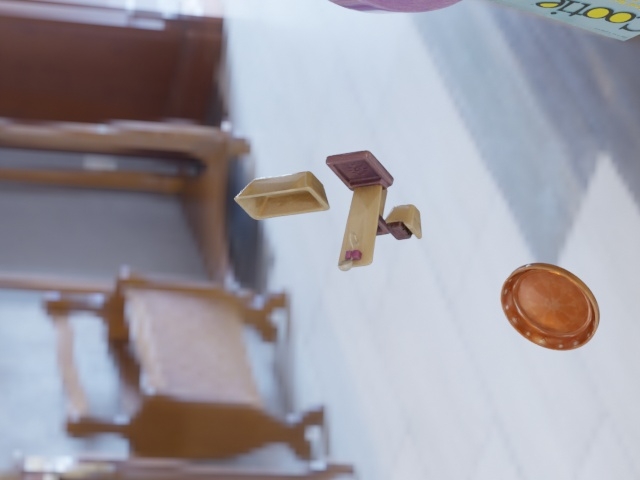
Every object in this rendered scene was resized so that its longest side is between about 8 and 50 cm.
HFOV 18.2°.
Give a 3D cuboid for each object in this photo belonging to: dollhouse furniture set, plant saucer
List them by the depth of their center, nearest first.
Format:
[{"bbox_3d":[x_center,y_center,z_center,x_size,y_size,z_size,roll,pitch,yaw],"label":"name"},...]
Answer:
[{"bbox_3d":[0.000,0.000,1.420,0.114,0.091,0.081,-7,57,29],"label":"dollhouse furniture set"},{"bbox_3d":[0.185,0.052,1.605,0.013,0.083,0.083,-52,-10,-44],"label":"plant saucer"}]

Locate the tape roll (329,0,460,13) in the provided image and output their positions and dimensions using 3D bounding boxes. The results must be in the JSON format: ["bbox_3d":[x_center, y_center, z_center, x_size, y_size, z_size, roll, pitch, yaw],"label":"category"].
[{"bbox_3d":[0.077,-0.368,2.028,0.090,0.275,0.275,-165,79,-67],"label":"tape roll"}]

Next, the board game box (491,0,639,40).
[{"bbox_3d":[0.238,-0.250,1.320,0.275,0.144,0.142,-20,62,56],"label":"board game box"}]
